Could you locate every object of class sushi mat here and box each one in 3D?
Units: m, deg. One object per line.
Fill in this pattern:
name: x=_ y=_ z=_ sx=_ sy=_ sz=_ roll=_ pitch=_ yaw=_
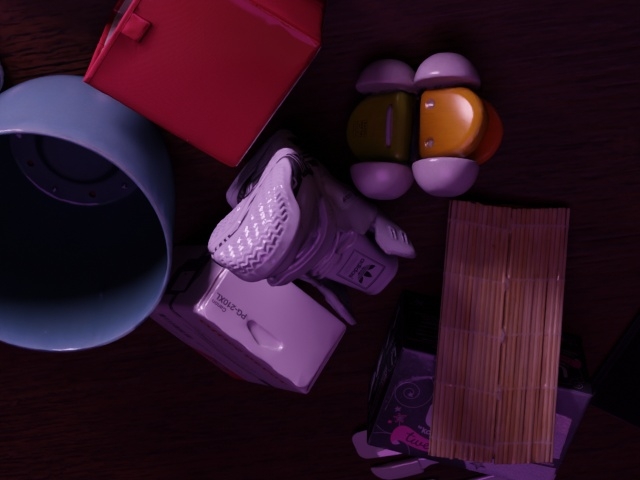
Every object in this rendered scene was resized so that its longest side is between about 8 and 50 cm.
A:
sushi mat: x=0.216 y=0.110 z=1.820 sx=0.151 sy=0.019 sz=0.317 roll=6 pitch=85 yaw=-7

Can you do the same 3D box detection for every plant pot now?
plant pot: x=-0.301 y=-0.057 z=1.749 sx=0.293 sy=0.235 sz=0.293 roll=2 pitch=124 yaw=3

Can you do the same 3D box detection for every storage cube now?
storage cube: x=-0.118 y=-0.234 z=1.650 sx=0.193 sy=0.184 sz=0.215 roll=30 pitch=120 yaw=-15

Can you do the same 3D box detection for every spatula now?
spatula: x=0.181 y=0.292 z=2.067 sx=0.242 sy=0.019 sz=0.168 roll=-16 pitch=119 yaw=15

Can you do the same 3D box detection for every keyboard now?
keyboard: x=0.496 y=0.132 z=1.931 sx=0.201 sy=0.033 sz=0.317 roll=27 pitch=122 yaw=-5

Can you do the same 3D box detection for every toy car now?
toy car: x=0.123 y=-0.124 z=1.738 sx=0.182 sy=0.136 sz=0.159 roll=-2 pitch=80 yaw=31

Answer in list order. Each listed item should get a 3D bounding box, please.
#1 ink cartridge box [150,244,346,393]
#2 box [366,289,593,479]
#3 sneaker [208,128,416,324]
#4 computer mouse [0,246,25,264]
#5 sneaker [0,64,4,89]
ink cartridge box: x=-0.099 y=0.091 z=1.829 sx=0.172 sy=0.237 sz=0.100 roll=38 pitch=75 yaw=-19
box: x=0.197 y=0.193 z=1.920 sx=0.247 sy=0.142 sz=0.163 roll=15 pitch=118 yaw=-4
sneaker: x=0.000 y=0.000 z=1.678 sx=0.210 sy=0.366 sz=0.137 roll=39 pitch=102 yaw=-10
computer mouse: x=-0.465 y=0.029 z=1.881 sx=0.262 sy=0.060 sz=0.184 roll=38 pitch=146 yaw=-19
sneaker: x=-0.455 y=-0.256 z=1.703 sx=0.105 sy=0.115 sz=0.281 roll=-24 pitch=118 yaw=19
